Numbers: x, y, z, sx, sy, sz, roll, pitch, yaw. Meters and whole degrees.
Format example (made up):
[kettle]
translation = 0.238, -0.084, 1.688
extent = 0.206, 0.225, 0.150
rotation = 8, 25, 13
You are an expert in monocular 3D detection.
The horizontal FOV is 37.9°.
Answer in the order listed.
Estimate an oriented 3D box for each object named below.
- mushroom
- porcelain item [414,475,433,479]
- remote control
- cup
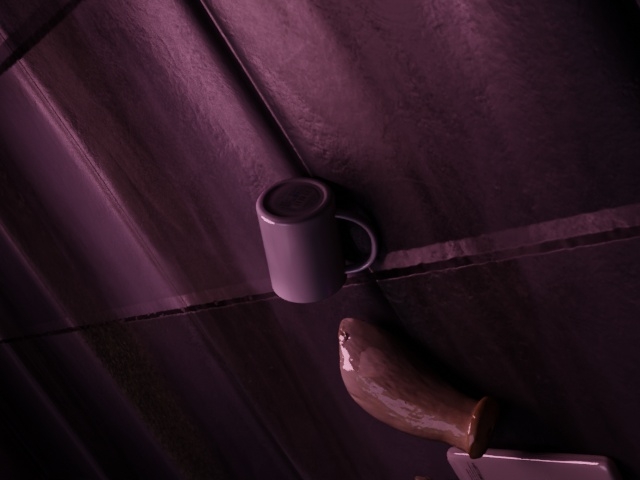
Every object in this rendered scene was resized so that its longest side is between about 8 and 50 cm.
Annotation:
[mushroom]
translation = 0.117, 0.197, 1.212
extent = 0.247, 0.108, 0.096
rotation = 31, -177, 27
[porcelain item]
translation = 0.157, 0.422, 1.407
extent = 0.081, 0.069, 0.215
rotation = 35, 146, 40
[remote control]
translation = 0.272, 0.295, 1.196
extent = 0.261, 0.029, 0.067
rotation = -11, 114, 50
[cup]
translation = -0.005, -0.005, 1.166
extent = 0.099, 0.136, 0.133
rotation = -118, 14, -52
